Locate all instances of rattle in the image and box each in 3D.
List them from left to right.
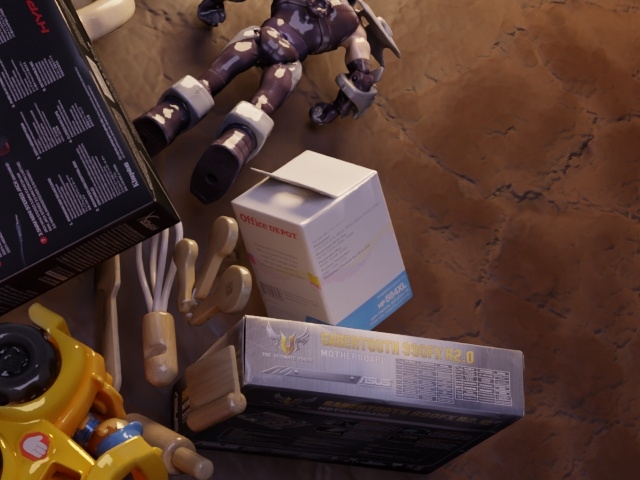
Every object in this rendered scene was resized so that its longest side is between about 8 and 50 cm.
[{"bbox_3d":[-0.186,-0.159,1.561,0.143,0.130,0.200,60,28,-11],"label":"rattle"}]

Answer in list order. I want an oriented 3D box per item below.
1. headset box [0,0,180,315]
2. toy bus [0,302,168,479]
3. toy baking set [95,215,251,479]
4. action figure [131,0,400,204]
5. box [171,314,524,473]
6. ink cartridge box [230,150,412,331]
[{"bbox_3d":[-0.287,-0.047,1.388,0.293,0.110,0.218,-28,80,2],"label":"headset box"},{"bbox_3d":[-0.181,0.183,1.329,0.211,0.149,0.220,21,57,17],"label":"toy bus"},{"bbox_3d":[-0.115,0.074,1.422,0.030,0.256,0.197,15,87,-34],"label":"toy baking set"},{"bbox_3d":[-0.046,-0.157,1.600,0.185,0.099,0.285,38,56,4],"label":"action figure"},{"bbox_3d":[0.018,0.124,1.456,0.231,0.183,0.056,8,66,-19],"label":"box"},{"bbox_3d":[0.000,0.000,1.512,0.090,0.092,0.143,-36,125,-30],"label":"ink cartridge box"}]
